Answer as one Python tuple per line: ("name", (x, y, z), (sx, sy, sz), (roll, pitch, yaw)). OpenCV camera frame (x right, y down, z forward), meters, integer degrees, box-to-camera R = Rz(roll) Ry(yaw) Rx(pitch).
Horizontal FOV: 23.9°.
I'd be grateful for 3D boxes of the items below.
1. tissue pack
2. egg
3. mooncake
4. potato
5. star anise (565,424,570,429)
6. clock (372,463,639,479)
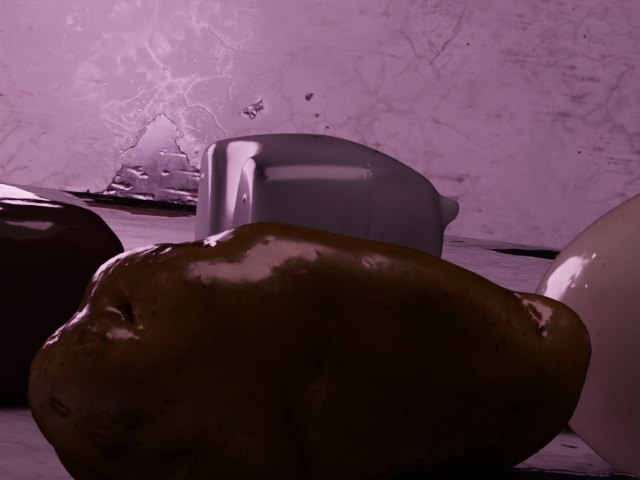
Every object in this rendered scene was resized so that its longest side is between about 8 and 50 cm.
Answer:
("tissue pack", (0.000, 0.000, 1.657), (0.236, 0.229, 0.333), (4, 7, -16))
("egg", (0.330, 0.076, 1.144), (0.345, 0.283, 0.283), (-4, 2, 22))
("mooncake", (-0.326, 0.033, 1.315), (0.326, 0.174, 0.334), (6, 7, 16))
("potato", (-0.005, 0.088, 0.988), (0.369, 0.195, 0.176), (2, -1, -13))
("star anise", (0.286, 0.138, 1.414), (0.262, 0.081, 0.230), (5, 17, -33))
("clock", (0.155, 0.193, 0.823), (0.325, 0.067, 0.325), (6, 6, -1))
